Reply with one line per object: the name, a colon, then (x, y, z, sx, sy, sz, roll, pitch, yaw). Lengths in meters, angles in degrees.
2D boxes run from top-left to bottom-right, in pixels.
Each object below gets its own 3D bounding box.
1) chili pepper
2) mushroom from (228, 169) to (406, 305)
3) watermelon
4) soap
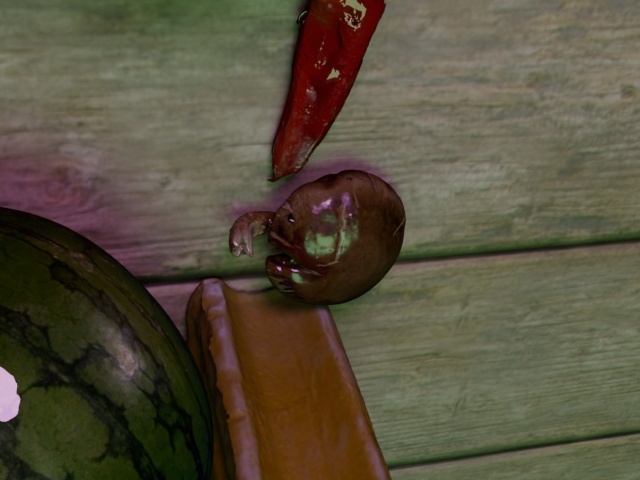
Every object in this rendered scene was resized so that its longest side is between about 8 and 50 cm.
chili pepper: (0.006, -0.142, 0.792, 0.059, 0.050, 0.268, -5, 134, -35)
mushroom: (0.000, 0.001, 0.893, 0.170, 0.080, 0.135, -3, 120, -20)
watermelon: (-0.257, 0.151, 0.765, 0.363, 0.363, 0.363, -9, 132, -10)
soap: (-0.046, 0.242, 0.918, 0.156, 0.335, 0.294, -4, 129, -15)
